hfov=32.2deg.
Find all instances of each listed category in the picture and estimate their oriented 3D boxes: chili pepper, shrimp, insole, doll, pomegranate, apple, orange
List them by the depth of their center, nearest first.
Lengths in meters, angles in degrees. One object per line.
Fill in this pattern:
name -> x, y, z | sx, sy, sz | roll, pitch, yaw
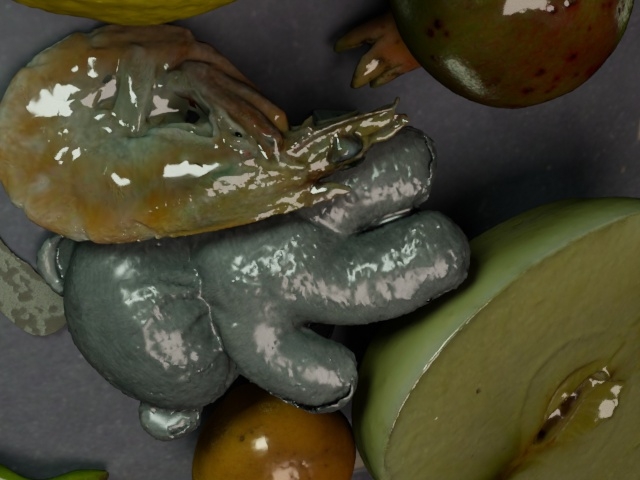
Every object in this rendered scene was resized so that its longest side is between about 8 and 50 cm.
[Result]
shrimp -> -0.094, -0.089, 0.831 | 0.317, 0.077, 0.168 | -8, 89, 3
pomegranate -> 0.116, -0.190, 0.841 | 0.246, 0.198, 0.198 | -18, 127, 13
doll -> -0.046, 0.030, 0.918 | 0.340, 0.158, 0.246 | -25, 87, 4
insole -> -0.281, 0.018, 0.919 | 0.065, 0.006, 0.193 | -40, 126, 5
chili pepper -> -0.290, 0.213, 1.015 | 0.201, 0.050, 0.052 | 27, 142, -34
apple -> 0.213, 0.134, 1.020 | 0.360, 0.320, 0.311 | -41, 87, -7
orange -> -0.046, 0.201, 1.045 | 0.159, 0.136, 0.159 | -17, 144, -13

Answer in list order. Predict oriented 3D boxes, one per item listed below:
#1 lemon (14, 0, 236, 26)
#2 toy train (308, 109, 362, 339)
lemon -> -0.108, -0.282, 0.613 | 0.364, 0.364, 0.364 | -10, 123, -16
toy train -> 0.000, 0.000, 0.989 | 0.052, 0.051, 0.234 | 1, 119, -21
